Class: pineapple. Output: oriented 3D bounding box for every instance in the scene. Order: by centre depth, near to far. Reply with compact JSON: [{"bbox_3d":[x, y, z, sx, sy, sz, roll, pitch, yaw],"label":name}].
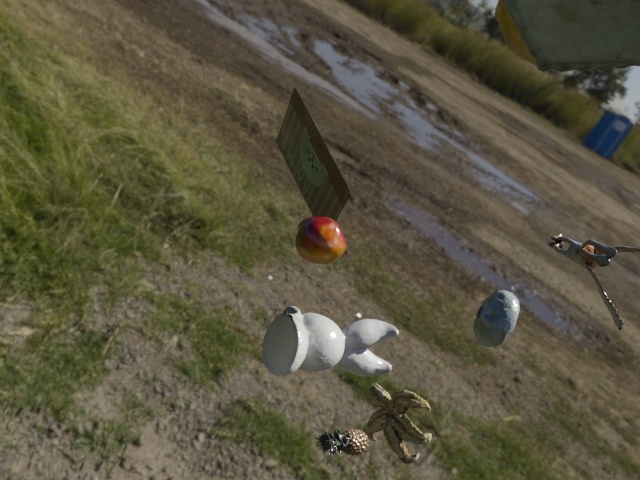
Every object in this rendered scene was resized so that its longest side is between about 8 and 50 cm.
[{"bbox_3d":[0.045,0.400,1.299,0.124,0.058,0.058,27,18,-50],"label":"pineapple"}]

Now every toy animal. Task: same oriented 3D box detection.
[{"bbox_3d":[0.014,0.173,1.099,0.220,0.104,0.131,9,3,-34],"label":"toy animal"},{"bbox_3d":[0.716,0.053,1.748,0.284,0.225,0.302,30,4,-36],"label":"toy animal"}]

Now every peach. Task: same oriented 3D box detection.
[{"bbox_3d":[0.001,0.000,1.279,0.100,0.101,0.101,27,23,-12],"label":"peach"}]

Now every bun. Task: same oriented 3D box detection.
[{"bbox_3d":[0.234,0.105,0.879,0.045,0.083,0.083,30,22,2],"label":"bun"}]

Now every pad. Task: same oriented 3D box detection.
[{"bbox_3d":[-0.025,-0.171,1.474,0.005,0.202,0.300,-15,66,-25],"label":"pad"}]

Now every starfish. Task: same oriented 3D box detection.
[{"bbox_3d":[0.163,0.412,1.501,0.071,0.216,0.238,17,25,-26],"label":"starfish"}]

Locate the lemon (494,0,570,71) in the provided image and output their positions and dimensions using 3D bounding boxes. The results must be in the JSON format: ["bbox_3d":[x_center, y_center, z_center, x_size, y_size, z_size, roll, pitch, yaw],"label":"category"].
[{"bbox_3d":[0.493,-0.470,1.347,0.288,0.233,0.233,14,28,-26],"label":"lemon"}]

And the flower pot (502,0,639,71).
[{"bbox_3d":[0.307,-0.325,0.713,0.209,0.239,0.190,21,49,-16],"label":"flower pot"}]
